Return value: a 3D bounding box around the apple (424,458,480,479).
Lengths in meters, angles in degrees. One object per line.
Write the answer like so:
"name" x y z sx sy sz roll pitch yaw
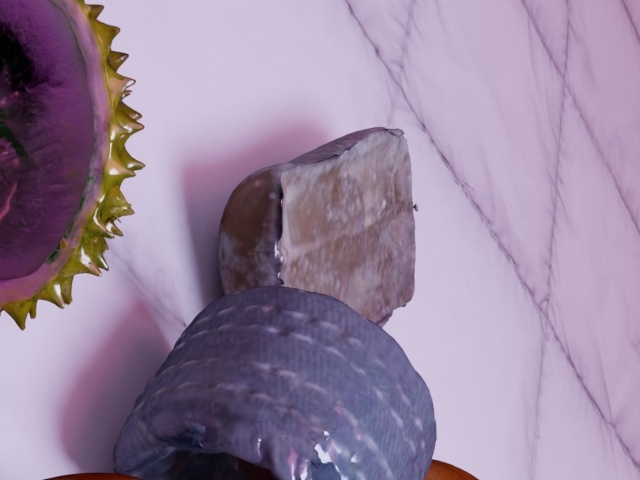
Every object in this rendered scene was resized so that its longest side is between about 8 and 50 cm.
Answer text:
"apple" 0.086 0.285 1.124 0.201 0.162 0.201 32 53 -57

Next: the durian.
"durian" -0.185 -0.083 0.774 0.154 0.187 0.260 -19 110 -56

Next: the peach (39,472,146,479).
"peach" -0.120 0.243 0.694 0.243 0.199 0.243 40 16 -14

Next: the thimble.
"thimble" -0.035 0.165 0.915 0.172 0.205 0.236 -58 155 -47

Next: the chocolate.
"chocolate" 0.000 0.000 1.136 0.303 0.101 0.185 -24 112 -59
